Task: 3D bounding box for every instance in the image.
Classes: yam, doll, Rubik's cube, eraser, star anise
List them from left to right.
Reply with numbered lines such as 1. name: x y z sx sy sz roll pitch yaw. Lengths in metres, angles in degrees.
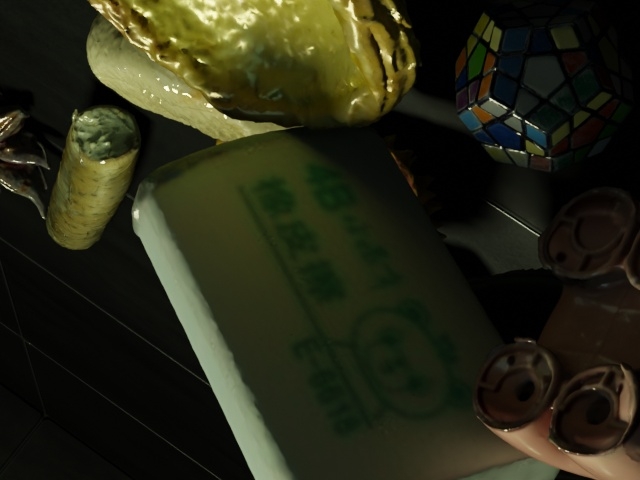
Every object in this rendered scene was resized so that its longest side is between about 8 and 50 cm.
1. star anise: -0.368 -0.123 1.686 0.204 0.061 0.180 37 141 12
2. yam: -0.249 -0.057 1.637 0.083 0.083 0.371 38 160 -1
3. eraser: 0.013 0.062 1.002 0.290 0.189 0.104 61 149 30
4. Rubik's cube: 0.134 -0.095 0.911 0.111 0.111 0.093 17 126 42
5. doll: 0.249 0.082 0.933 0.268 0.216 0.284 36 167 -34

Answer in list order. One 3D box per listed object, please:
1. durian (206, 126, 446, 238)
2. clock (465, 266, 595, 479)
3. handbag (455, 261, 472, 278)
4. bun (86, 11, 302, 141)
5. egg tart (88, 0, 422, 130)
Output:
1. durian: 0.011 -0.007 1.224 0.260 0.154 0.186 35 168 29
2. clock: 0.168 0.146 1.077 0.280 0.280 0.055 33 141 10
3. handbag: 0.040 0.098 1.422 0.342 0.152 0.288 22 138 33
4. bun: -0.083 -0.140 1.160 0.188 0.111 0.164 21 170 29
5. egg tart: -0.052 -0.196 0.961 0.294 0.123 0.294 29 157 13
